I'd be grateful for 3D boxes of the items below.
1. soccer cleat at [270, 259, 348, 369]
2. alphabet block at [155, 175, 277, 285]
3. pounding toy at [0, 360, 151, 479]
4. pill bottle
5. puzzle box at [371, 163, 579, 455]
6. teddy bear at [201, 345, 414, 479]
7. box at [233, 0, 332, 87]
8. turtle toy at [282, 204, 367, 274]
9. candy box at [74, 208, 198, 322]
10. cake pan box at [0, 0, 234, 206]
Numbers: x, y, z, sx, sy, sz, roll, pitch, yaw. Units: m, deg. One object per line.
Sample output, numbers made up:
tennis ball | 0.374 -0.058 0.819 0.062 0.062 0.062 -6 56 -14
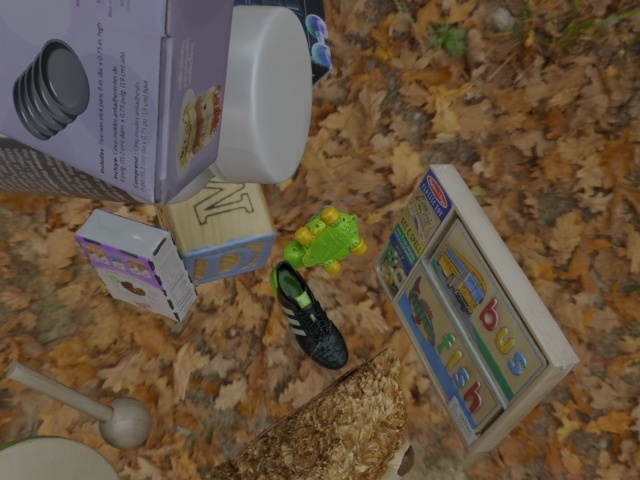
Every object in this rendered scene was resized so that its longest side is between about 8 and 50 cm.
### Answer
soccer cleat | -0.020 0.108 1.172 0.060 0.072 0.179 -31 74 -14
alphabet block | -0.216 -0.042 1.634 0.193 0.192 0.197 -14 71 -19
pounding toy | -0.286 0.248 0.794 0.183 0.110 0.237 30 72 -36
pill bottle | -0.176 -0.119 0.642 0.318 0.176 0.176 6 91 16
puzzle box | 0.232 0.109 1.339 0.052 0.272 0.409 -4 50 -30
teddy bear | -0.009 0.233 0.856 0.338 0.245 0.113 -40 84 33
box | -0.211 -0.336 1.038 0.395 0.212 0.294 11 61 -36
turtle toy | 0.000 0.000 1.202 0.130 0.066 0.095 -36 119 9
candy box | -0.329 0.047 1.470 0.164 0.196 0.070 16 56 22
cake pan box | -0.155 -0.179 0.395 0.245 0.070 0.267 22 127 16
